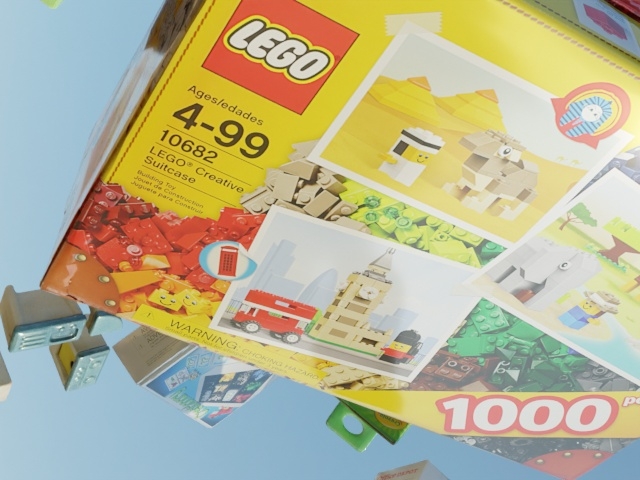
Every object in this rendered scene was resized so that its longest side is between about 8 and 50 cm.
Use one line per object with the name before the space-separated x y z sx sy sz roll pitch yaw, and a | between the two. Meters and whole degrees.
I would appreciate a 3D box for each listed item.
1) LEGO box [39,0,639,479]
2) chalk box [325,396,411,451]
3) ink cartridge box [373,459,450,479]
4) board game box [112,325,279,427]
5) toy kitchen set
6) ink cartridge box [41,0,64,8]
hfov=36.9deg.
LEGO box | 0.105 -0.047 0.721 0.372 0.500 0.193 -50 -154 39
chalk box | 0.092 0.188 1.311 0.132 0.132 0.213 37 -89 11
ink cartridge box | 0.087 0.347 1.163 0.109 0.063 0.150 -32 -164 50
board game box | -0.089 0.109 1.042 0.053 0.193 0.305 52 -7 19
toy kitchen set | -0.331 0.142 1.086 0.122 0.207 0.166 60 -41 26
ink cartridge box | -0.375 -0.502 1.350 0.273 0.198 0.115 -46 -165 29
